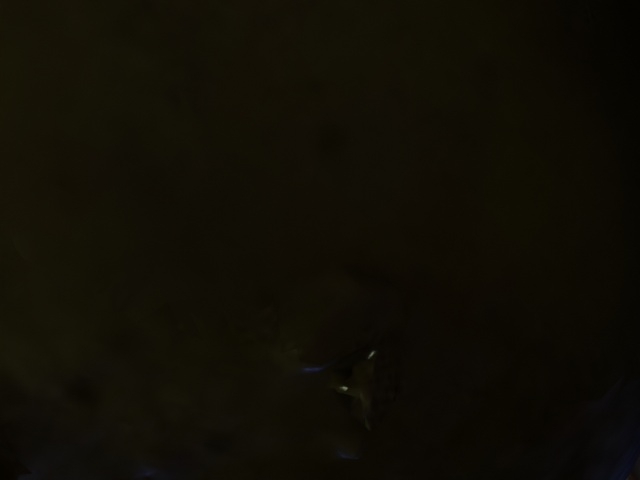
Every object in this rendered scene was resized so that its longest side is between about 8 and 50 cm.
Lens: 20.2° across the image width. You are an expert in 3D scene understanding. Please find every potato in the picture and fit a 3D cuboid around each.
[{"bbox_3d":[-0.033,-0.030,0.589,0.385,0.319,0.442,-61,-2,0],"label":"potato"}]
